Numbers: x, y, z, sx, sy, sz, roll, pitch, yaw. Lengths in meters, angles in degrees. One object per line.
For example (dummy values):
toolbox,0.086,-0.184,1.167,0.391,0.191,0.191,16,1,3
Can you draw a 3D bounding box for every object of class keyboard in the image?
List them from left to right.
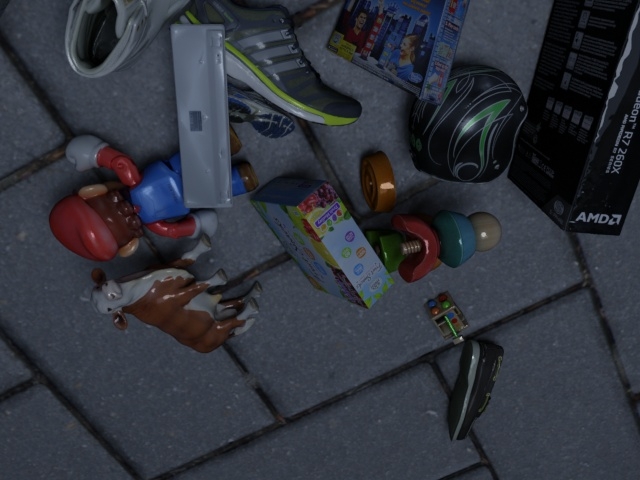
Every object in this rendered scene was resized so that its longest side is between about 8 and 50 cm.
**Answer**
keyboard,-0.165,-0.168,0.845,0.072,0.014,0.256,1,110,4

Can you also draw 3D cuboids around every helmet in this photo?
helmet,0.219,-0.181,0.905,0.169,0.169,0.161,3,121,-7

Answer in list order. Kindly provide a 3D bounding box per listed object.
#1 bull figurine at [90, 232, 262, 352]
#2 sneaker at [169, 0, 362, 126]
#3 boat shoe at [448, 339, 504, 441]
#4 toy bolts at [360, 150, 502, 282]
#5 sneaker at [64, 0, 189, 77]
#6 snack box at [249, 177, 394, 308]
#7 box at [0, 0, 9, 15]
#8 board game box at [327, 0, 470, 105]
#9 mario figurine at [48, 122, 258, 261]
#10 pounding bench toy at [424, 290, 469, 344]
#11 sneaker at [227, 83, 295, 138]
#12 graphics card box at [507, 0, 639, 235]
bull figurine,-0.223,0.095,0.982,0.188,0.101,0.310,-28,147,8
sneaker,-0.059,-0.267,0.869,0.300,0.111,0.121,28,107,-18
boat shoe,0.304,0.303,1.185,0.069,0.081,0.227,7,112,-4
toy bolts,0.173,-0.039,0.945,0.159,0.228,0.218,-11,103,-12
sneaker,-0.226,-0.335,0.786,0.108,0.169,0.292,33,107,-16
snack box,0.000,0.000,0.960,0.070,0.174,0.207,-42,115,-18
box,-0.495,-0.399,0.728,0.262,0.127,0.231,33,102,-28
board game box,0.126,-0.318,0.837,0.060,0.194,0.194,0,122,-50
mario figurine,-0.271,-0.084,0.952,0.321,0.170,0.198,-24,79,-5
pounding bench toy,0.233,0.143,1.101,0.052,0.083,0.065,-32,115,11
sneaker,-0.095,-0.204,0.924,0.135,0.058,0.052,18,142,-37
graphics card box,0.391,-0.219,0.860,0.094,0.233,0.370,5,114,-8
